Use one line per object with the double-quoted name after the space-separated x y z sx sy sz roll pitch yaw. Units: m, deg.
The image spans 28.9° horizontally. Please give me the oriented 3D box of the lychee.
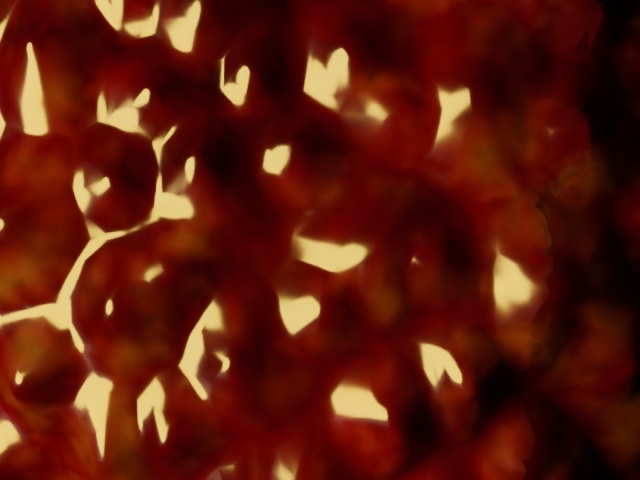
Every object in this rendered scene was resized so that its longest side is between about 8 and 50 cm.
0.000 0.000 0.557 0.425 0.425 0.499 30 130 54 "lychee"
